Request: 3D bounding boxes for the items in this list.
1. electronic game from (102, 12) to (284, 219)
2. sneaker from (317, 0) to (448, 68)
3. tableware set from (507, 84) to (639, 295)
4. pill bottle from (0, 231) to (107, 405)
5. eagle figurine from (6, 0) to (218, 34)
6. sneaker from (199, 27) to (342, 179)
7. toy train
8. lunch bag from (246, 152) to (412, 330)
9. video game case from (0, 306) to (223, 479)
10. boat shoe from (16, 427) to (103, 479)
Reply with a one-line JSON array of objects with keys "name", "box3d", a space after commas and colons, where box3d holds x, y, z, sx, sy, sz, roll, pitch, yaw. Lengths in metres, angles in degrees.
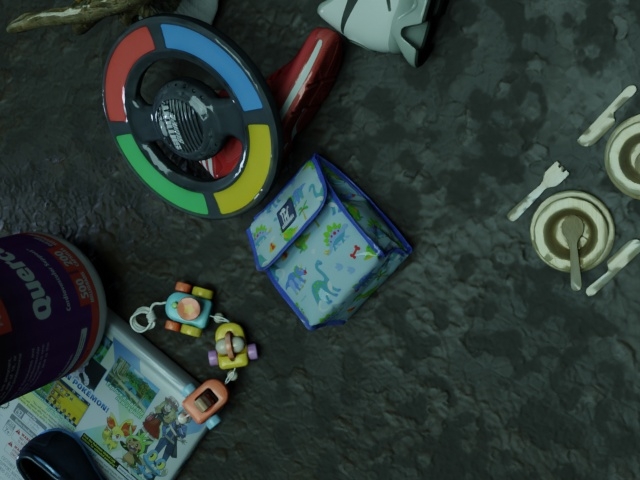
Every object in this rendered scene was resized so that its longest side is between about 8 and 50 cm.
[{"name": "electronic game", "box3d": [-0.138, -0.126, 1.145, 0.229, 0.048, 0.229, 18, 127, 26]}, {"name": "sneaker", "box3d": [0.082, -0.350, 1.073, 0.146, 0.122, 0.330, 22, 105, 14]}, {"name": "tableware set", "box3d": [0.289, -0.044, 1.091, 0.128, 0.039, 0.194, 45, 111, 8]}, {"name": "pill bottle", "box3d": [-0.384, 0.098, 1.177, 0.181, 0.323, 0.181, 3, 100, 20]}, {"name": "eagle figurine", "box3d": [-0.208, -0.370, 1.170, 0.226, 0.225, 0.298, 6, 66, -19]}, {"name": "sneaker", "box3d": [-0.075, -0.156, 1.181, 0.128, 0.087, 0.221, 36, 112, 11]}, {"name": "toy train", "box3d": [-0.145, 0.129, 1.258, 0.125, 0.046, 0.166, -36, 83, -2]}, {"name": "lunch bag", "box3d": [0.000, 0.000, 1.183, 0.129, 0.096, 0.151, -47, 67, 23]}, {"name": "video game case", "box3d": [-0.321, 0.216, 1.366, 0.329, 0.036, 0.300, 38, 110, 12]}, {"name": "boat shoe", "box3d": [-0.286, 0.353, 1.306, 0.109, 0.089, 0.258, -43, 83, 21]}]
